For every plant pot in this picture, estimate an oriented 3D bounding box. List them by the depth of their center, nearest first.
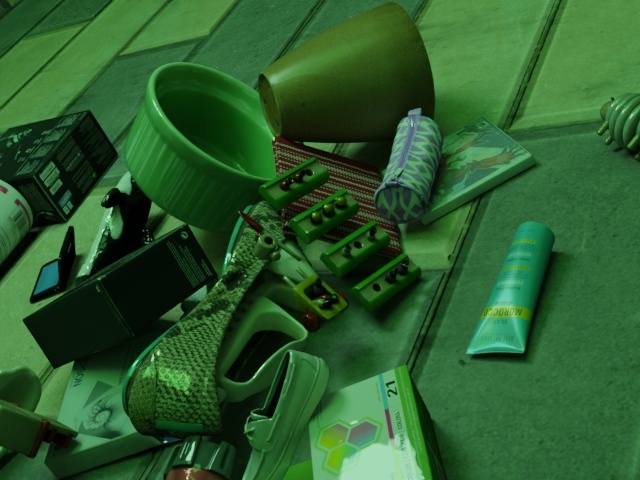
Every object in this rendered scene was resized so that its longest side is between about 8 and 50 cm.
[{"bbox_3d":[0.030,-0.263,1.664,0.254,0.237,0.237,-16,30,-14],"label":"plant pot"}]

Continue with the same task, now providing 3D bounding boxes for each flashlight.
[{"bbox_3d":[-0.169,0.372,1.104,0.103,0.103,0.304,14,48,7],"label":"flashlight"}]

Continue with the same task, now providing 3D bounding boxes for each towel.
[{"bbox_3d":[0.020,-0.068,1.543,0.199,0.031,0.275,15,31,-16],"label":"towel"}]

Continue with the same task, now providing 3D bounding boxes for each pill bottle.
[{"bbox_3d":[-0.719,0.014,1.956,0.160,0.160,0.283,-6,37,30],"label":"pill bottle"}]

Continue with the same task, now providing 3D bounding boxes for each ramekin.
[{"bbox_3d":[-0.187,-0.153,1.674,0.148,0.303,0.303,-53,20,30],"label":"ramekin"}]

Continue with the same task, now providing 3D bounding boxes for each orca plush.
[{"bbox_3d":[-0.353,-0.008,1.777,0.102,0.151,0.287,14,39,4],"label":"orca plush"}]

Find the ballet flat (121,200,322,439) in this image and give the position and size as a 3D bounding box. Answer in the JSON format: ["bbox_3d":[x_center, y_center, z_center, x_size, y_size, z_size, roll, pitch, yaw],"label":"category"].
[{"bbox_3d":[-0.095,0.109,1.368,0.182,0.164,0.483,9,34,16],"label":"ballet flat"}]

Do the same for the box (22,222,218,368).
[{"bbox_3d":[-0.310,0.089,1.492,0.261,0.103,0.184,-24,7,47],"label":"box"}]

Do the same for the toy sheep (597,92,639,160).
[{"bbox_3d":[0.462,-0.169,1.420,0.091,0.091,0.132,-37,47,-15],"label":"toy sheep"}]

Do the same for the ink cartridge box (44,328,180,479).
[{"bbox_3d":[-0.280,0.227,1.434,0.224,0.045,0.223,-20,33,12],"label":"ink cartridge box"}]

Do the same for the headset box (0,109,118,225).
[{"bbox_3d":[-0.639,-0.149,2.157,0.283,0.131,0.246,-7,38,29],"label":"headset box"}]

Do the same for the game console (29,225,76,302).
[{"bbox_3d":[-0.510,0.044,1.847,0.071,0.107,0.122,3,34,-5],"label":"game console"}]

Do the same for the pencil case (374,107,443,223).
[{"bbox_3d":[0.139,-0.115,1.532,0.086,0.088,0.206,-13,34,26],"label":"pencil case"}]

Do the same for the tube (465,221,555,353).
[{"bbox_3d":[0.256,0.067,1.273,0.080,0.052,0.207,-10,41,42],"label":"tube"}]

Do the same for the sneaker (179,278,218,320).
[{"bbox_3d":[-0.199,0.084,1.573,0.061,0.053,0.152,-23,33,13],"label":"sneaker"}]

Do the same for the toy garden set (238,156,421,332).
[{"bbox_3d":[0.000,0.000,1.366,0.204,0.049,0.244,-32,72,-35],"label":"toy garden set"}]

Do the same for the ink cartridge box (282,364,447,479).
[{"bbox_3d":[0.008,0.275,1.105,0.255,0.097,0.189,-21,32,8],"label":"ink cartridge box"}]

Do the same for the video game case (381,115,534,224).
[{"bbox_3d":[0.218,-0.118,1.580,0.201,0.023,0.183,-29,32,-2],"label":"video game case"}]

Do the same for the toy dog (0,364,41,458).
[{"bbox_3d":[-0.680,0.258,1.529,0.408,0.284,0.395,19,91,47],"label":"toy dog"}]

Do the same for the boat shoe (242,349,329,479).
[{"bbox_3d":[-0.055,0.213,1.128,0.184,0.063,0.066,-62,20,2],"label":"boat shoe"}]

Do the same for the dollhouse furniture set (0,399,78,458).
[{"bbox_3d":[-0.447,0.350,1.304,0.262,0.135,0.259,12,73,46],"label":"dollhouse furniture set"}]
